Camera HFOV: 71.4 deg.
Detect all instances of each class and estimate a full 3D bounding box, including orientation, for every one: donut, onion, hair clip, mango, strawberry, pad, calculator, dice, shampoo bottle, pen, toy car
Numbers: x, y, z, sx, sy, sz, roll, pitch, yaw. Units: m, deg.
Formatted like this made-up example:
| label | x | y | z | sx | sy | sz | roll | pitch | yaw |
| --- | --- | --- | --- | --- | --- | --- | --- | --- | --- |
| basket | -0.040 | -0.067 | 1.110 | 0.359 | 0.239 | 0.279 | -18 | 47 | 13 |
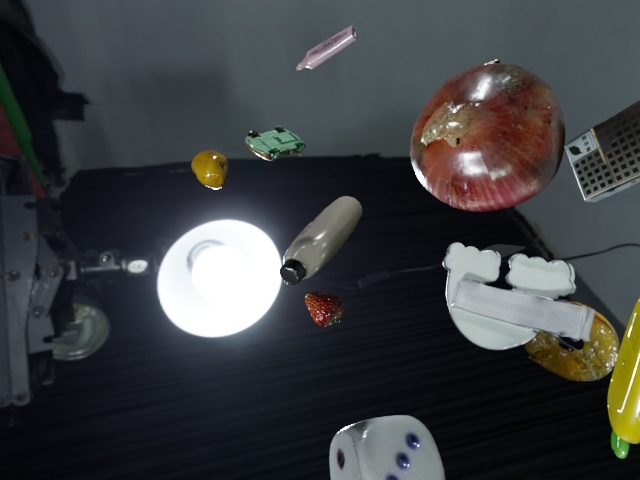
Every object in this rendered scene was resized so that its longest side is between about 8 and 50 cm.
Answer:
| label | x | y | z | sx | sy | sz | roll | pitch | yaw |
| --- | --- | --- | --- | --- | --- | --- | --- | --- | --- |
| donut | 0.555 | 0.214 | 0.985 | 0.190 | 0.075 | 0.174 | 14 | 102 | 41 |
| onion | 0.377 | -0.239 | 1.035 | 0.354 | 0.355 | 0.352 | 173 | 90 | -78 |
| hair clip | 0.250 | 0.082 | 0.604 | 0.220 | 0.054 | 0.140 | 11 | 88 | 51 |
| mango | -0.239 | -0.155 | 0.960 | 0.114 | 0.061 | 0.080 | 22 | 98 | 50 |
| strawberry | 0.006 | 0.131 | 0.896 | 0.083 | 0.073 | 0.073 | 46 | 152 | 21 |
| pad | 0.559 | 0.101 | 1.627 | 0.055 | 0.323 | 0.250 | 50 | 179 | -4 |
| calculator | 0.417 | 0.179 | 0.591 | 0.146 | 0.032 | 0.234 | -13 | -67 | -61 |
| dice | 0.137 | 0.498 | 0.962 | 0.194 | 0.194 | 0.191 | 120 | 148 | -49 |
| shampoo bottle | 0.000 | 0.000 | 0.871 | 0.078 | 0.257 | 0.127 | 49 | 131 | -9 |
| pen | 0.009 | -0.496 | 1.168 | 0.197 | 0.032 | 0.053 | -19 | 62 | 36 |
| toy car | -0.074 | -0.155 | 0.730 | 0.059 | 0.122 | 0.035 | 40 | 128 | 15 |

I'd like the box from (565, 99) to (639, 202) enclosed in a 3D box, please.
| label | x | y | z | sx | sy | sz | roll | pitch | yaw |
| --- | --- | --- | --- | --- | --- | --- | --- | --- | --- |
| box | 0.775 | -0.240 | 1.084 | 0.325 | 0.047 | 0.180 | -39 | 55 | 56 |
